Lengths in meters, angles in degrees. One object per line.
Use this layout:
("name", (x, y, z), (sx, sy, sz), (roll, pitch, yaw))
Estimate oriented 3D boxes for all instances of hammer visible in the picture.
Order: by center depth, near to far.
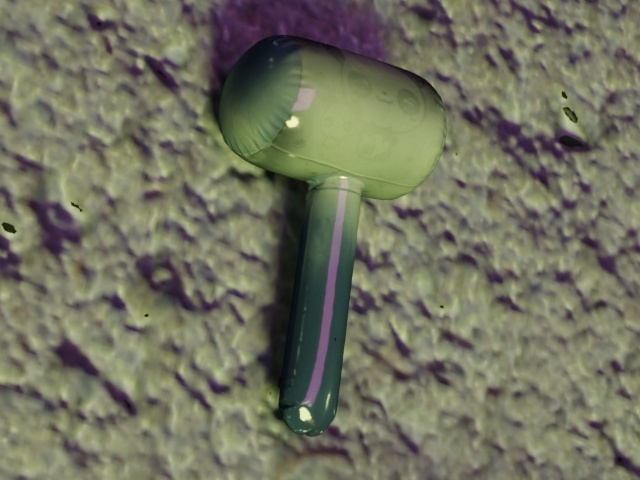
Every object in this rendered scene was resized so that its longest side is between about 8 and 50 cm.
("hammer", (0.000, 0.000, 0.980), (0.116, 0.069, 0.194), (15, 75, -32))
